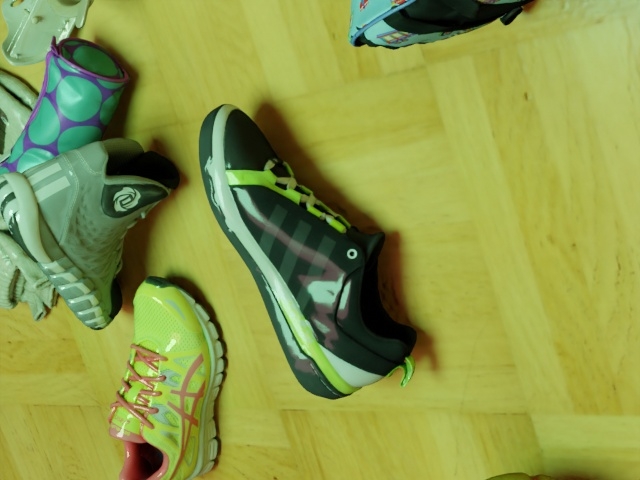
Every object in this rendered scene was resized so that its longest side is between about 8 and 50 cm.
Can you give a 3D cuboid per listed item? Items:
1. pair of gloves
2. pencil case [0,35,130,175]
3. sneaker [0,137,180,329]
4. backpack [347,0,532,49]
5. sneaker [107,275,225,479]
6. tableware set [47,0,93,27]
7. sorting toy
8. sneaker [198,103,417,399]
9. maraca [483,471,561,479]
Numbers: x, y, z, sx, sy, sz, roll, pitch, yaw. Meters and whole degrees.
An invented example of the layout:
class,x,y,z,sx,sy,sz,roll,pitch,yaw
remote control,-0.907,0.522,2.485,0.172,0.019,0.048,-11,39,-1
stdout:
class,x,y,z,sx,sy,sz,roll,pitch,yaw
pair of gloves,-0.302,-0.045,1.113,0.204,0.042,0.240,47,135,13
pencil case,-0.214,-0.090,0.973,0.151,0.070,0.064,-56,26,27
sneaker,-0.166,-0.009,0.980,0.086,0.132,0.228,57,174,23
backpack,0.079,-0.169,0.611,0.158,0.173,0.116,-22,96,47
sneaker,-0.138,0.131,1.018,0.081,0.094,0.208,17,120,37
tableware set,-0.199,-0.244,0.905,0.169,0.020,0.141,31,108,29
sorting toy,-0.233,-0.193,0.976,0.075,0.045,0.083,48,116,33
sneaker,0.000,0.000,0.857,0.097,0.084,0.234,-24,95,22
maraca,0.156,0.224,0.803,0.127,0.099,0.185,-12,129,47
